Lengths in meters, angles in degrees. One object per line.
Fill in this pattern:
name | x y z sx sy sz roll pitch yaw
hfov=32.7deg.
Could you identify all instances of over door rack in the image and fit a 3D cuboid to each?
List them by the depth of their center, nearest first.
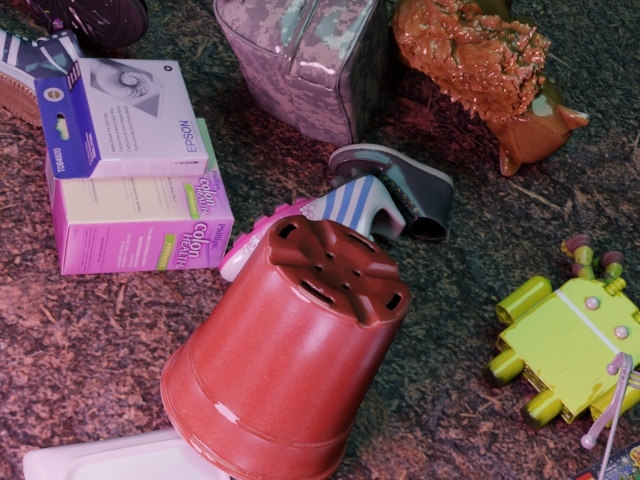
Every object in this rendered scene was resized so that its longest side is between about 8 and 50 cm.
over door rack | 0.479 0.341 1.498 0.239 0.108 0.324 20 60 -1

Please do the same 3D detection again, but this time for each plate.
plate | -0.200 0.348 1.322 0.277 0.045 0.278 -6 56 -21

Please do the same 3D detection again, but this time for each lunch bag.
lunch bag | -0.033 -0.319 1.819 0.256 0.305 0.213 18 74 13

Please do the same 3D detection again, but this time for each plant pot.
plant pot | -0.032 0.128 1.400 0.272 0.265 0.272 21 31 -14

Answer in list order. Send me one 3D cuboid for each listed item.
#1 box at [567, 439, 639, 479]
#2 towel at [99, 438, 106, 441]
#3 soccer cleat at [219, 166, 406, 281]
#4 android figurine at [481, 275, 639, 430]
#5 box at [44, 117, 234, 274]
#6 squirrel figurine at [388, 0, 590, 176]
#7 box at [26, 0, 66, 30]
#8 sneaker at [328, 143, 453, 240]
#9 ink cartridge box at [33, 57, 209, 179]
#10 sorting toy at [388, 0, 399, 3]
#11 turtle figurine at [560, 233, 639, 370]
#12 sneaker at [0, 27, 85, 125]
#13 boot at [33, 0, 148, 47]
box | 0.475 0.371 1.561 0.233 0.044 0.159 -18 58 -32
towel | -0.177 0.321 1.389 0.237 0.021 0.102 14 45 -7
soccer cleat | 0.000 0.000 1.681 0.331 0.116 0.143 -31 76 -34
android figurine | 0.386 0.161 1.654 0.273 0.056 0.248 -34 67 -15
box | -0.278 -0.070 1.641 0.243 0.117 0.213 -3 50 -21
squirrel figurine | 0.295 -0.294 1.923 0.370 0.281 0.397 58 20 -2
box | -0.446 -0.440 1.977 0.162 0.029 0.116 -22 60 -35
sneaker | 0.118 -0.082 1.818 0.222 0.083 0.118 15 46 -7
ink cartridge box | -0.299 -0.184 1.623 0.224 0.045 0.223 -5 51 -23
sorting toy | 0.142 -0.597 2.321 0.307 0.041 0.229 24 46 2
turtle figurine | 0.438 0.089 1.774 0.269 0.087 0.217 15 46 -6
sneaker | -0.507 -0.315 1.791 0.282 0.099 0.153 38 52 6
boot | -0.390 -0.498 1.938 0.348 0.131 0.260 32 46 12
